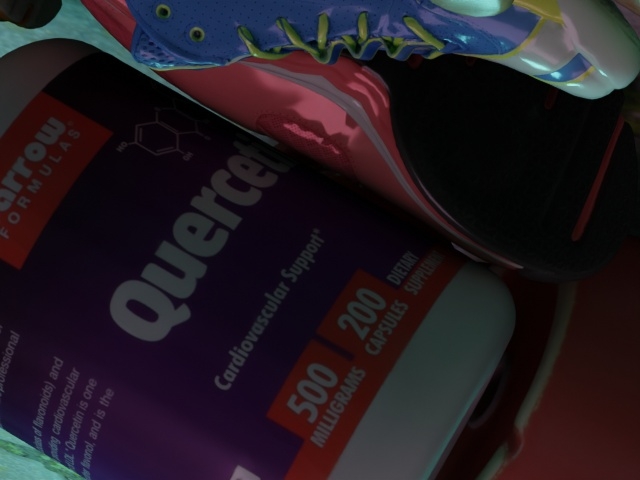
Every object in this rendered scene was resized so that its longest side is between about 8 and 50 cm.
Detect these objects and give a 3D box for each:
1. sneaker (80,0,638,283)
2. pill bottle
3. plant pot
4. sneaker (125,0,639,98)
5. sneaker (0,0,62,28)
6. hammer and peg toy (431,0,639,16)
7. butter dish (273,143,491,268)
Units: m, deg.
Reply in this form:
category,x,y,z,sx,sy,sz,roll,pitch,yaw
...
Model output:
category,x,y,z,sx,sy,sz,roll,pitch,yaw
sneaker,0.011,-0.088,0.907,0.314,0.116,0.136,33,168,-20
pill bottle,-0.083,0.024,0.940,0.323,0.181,0.181,29,161,8
plant pot,0.183,0.125,1.035,0.243,0.275,0.275,27,158,-12
sneaker,0.001,-0.100,0.771,0.240,0.126,0.091,34,-166,2
sneaker,-0.198,-0.163,0.900,0.083,0.084,0.215,13,160,30
hammer and peg toy,0.142,-0.134,0.602,0.361,0.127,0.266,28,158,-23
butter dish,0.000,0.000,1.101,0.160,0.118,0.160,-20,172,19
